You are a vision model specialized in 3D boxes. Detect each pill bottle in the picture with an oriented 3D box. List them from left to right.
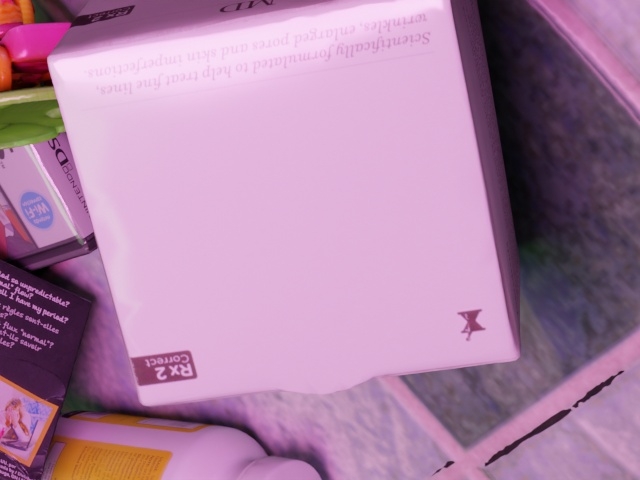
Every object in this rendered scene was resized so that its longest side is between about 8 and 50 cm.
[{"bbox_3d":[-0.090,0.160,1.075,0.184,0.103,0.103,2,119,37],"label":"pill bottle"}]

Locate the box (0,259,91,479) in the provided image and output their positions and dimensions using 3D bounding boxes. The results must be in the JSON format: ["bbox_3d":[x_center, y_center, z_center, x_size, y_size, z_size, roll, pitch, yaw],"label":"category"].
[{"bbox_3d":[-0.281,0.100,1.107,0.163,0.142,0.247,28,144,-24],"label":"box"}]

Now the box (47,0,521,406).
[{"bbox_3d":[-0.009,-0.035,0.823,0.181,0.119,0.182,-8,114,10],"label":"box"}]

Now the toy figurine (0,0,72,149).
[{"bbox_3d":[-0.167,-0.137,0.940,0.173,0.130,0.159,-16,82,64],"label":"toy figurine"}]

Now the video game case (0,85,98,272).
[{"bbox_3d":[-0.277,-0.079,1.107,0.275,0.035,0.248,-15,108,42],"label":"video game case"}]
